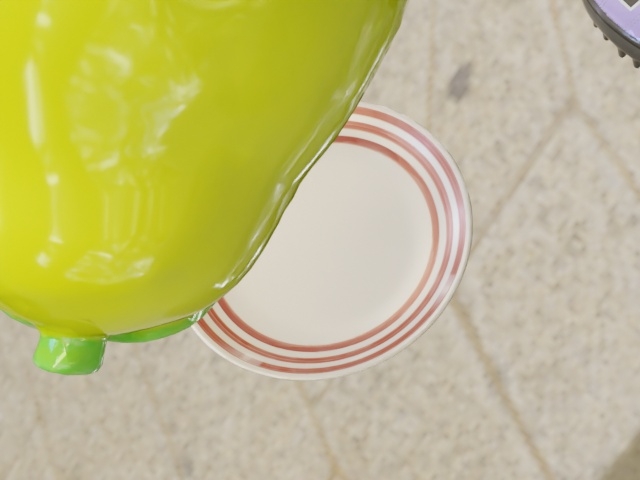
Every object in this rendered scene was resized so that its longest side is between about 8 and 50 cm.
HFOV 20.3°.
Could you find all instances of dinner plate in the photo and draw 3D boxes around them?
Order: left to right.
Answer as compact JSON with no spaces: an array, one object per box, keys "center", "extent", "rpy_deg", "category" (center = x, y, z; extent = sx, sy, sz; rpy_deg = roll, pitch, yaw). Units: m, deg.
[{"center":[0.000,0.000,0.810],"extent":[0.141,0.141,0.017],"rpy_deg":[48,173,26],"category":"dinner plate"}]

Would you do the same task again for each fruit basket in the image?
[{"center":[-0.036,-0.161,0.522],"extent":[0.283,0.392,0.392],"rpy_deg":[-31,-117,-23],"category":"fruit basket"}]

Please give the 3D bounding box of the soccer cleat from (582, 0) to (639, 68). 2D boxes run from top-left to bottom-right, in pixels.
[{"center":[0.237,-0.126,0.893],"extent":[0.108,0.116,0.318],"rpy_deg":[-14,-152,-19],"category":"soccer cleat"}]
